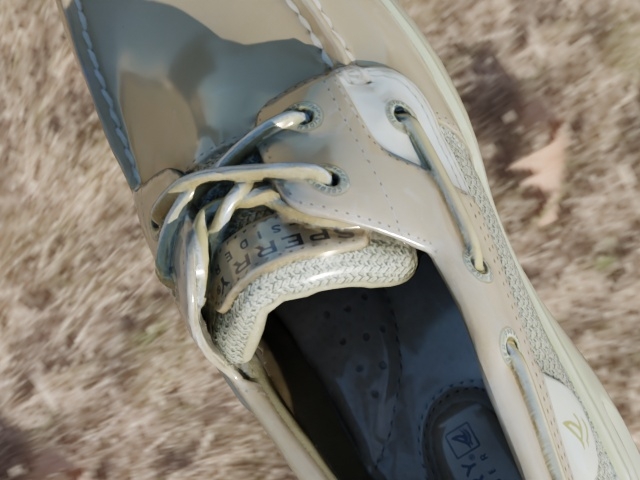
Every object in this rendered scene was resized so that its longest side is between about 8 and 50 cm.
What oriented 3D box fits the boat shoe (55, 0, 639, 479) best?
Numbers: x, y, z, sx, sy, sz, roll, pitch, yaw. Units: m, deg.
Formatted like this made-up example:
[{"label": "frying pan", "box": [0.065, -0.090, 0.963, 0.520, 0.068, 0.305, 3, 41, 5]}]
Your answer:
[{"label": "boat shoe", "box": [0.000, 0.000, 0.586, 0.109, 0.098, 0.302, -34, 80, 17]}]
